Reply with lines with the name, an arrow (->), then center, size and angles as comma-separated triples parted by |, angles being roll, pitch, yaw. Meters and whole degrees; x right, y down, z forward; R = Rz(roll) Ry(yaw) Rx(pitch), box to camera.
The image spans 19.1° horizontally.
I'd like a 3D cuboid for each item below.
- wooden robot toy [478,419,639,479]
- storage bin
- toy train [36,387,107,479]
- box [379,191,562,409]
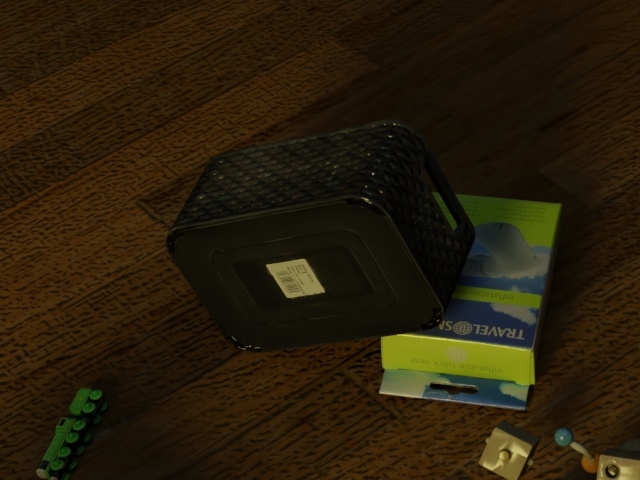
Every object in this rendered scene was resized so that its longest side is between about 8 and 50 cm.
wooden robot toy -> 0.192, 0.156, 1.219 | 0.173, 0.076, 0.079 | 9, 9, 15
storage bin -> 0.000, 0.000, 1.310 | 0.180, 0.122, 0.084 | -10, 37, 32
toy train -> -0.170, 0.132, 1.297 | 0.023, 0.017, 0.083 | 2, 41, 22
box -> 0.108, 0.039, 1.356 | 0.109, 0.042, 0.178 | 5, 42, 12
